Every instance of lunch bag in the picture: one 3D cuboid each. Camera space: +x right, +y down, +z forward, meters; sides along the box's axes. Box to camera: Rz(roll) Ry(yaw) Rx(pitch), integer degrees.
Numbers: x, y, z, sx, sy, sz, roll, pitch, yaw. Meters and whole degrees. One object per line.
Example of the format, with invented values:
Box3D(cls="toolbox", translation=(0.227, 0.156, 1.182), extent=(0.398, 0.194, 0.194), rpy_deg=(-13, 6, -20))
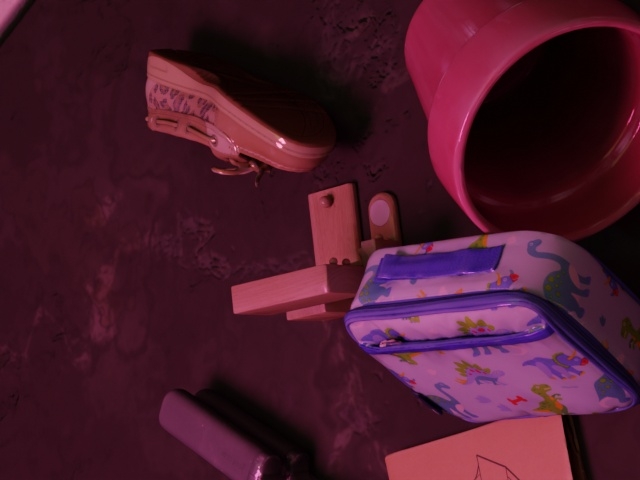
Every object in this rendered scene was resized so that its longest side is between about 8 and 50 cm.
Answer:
Box3D(cls="lunch bag", translation=(0.138, 0.069, 1.273), extent=(0.219, 0.176, 0.090), rpy_deg=(-8, 50, 44))

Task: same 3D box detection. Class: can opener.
Box3D(cls="can opener", translation=(-0.056, 0.237, 1.534), extent=(0.283, 0.076, 0.095), rpy_deg=(28, 106, 43))

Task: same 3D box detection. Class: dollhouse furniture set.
Box3D(cls="dollhouse furniture set", translation=(0.000, 0.000, 1.439), extent=(0.144, 0.151, 0.123), rpy_deg=(-14, 77, 41))

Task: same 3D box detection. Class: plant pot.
Box3D(cls="plant pot", translation=(0.160, -0.123, 1.272), extent=(0.201, 0.201, 0.180), rpy_deg=(-62, 34, 22))

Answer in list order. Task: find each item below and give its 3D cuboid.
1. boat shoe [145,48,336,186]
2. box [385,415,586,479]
Box3D(cls="boat shoe", translation=(-0.082, -0.112, 1.572), extent=(0.285, 0.104, 0.089), rpy_deg=(34, 116, 52))
Box3D(cls="box", translation=(0.146, 0.240, 1.370), extent=(0.201, 0.021, 0.164), rpy_deg=(-24, 71, 42))
